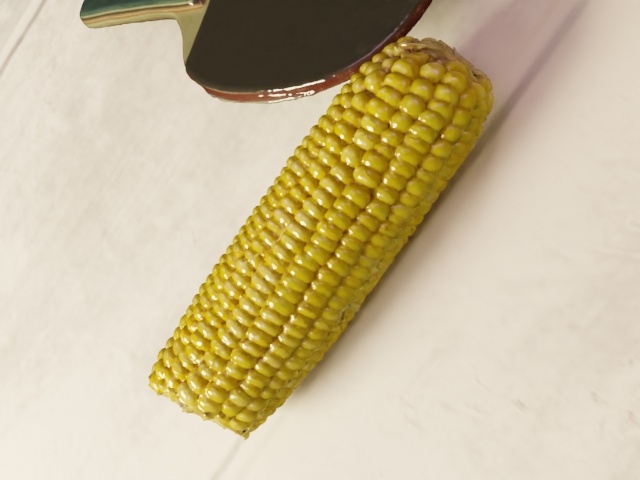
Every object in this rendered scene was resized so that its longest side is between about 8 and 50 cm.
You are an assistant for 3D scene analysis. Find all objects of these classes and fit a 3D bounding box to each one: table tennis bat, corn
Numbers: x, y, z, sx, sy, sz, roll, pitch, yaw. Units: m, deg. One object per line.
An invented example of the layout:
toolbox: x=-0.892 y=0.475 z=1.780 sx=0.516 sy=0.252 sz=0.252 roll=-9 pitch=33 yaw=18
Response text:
table tennis bat: x=-0.050 y=-0.163 z=0.609 sx=0.301 sy=0.022 sz=0.173 roll=3 pitch=68 yaw=37
corn: x=0.000 y=0.000 z=0.514 sx=0.081 sy=0.081 sz=0.248 roll=42 pitch=101 yaw=33
